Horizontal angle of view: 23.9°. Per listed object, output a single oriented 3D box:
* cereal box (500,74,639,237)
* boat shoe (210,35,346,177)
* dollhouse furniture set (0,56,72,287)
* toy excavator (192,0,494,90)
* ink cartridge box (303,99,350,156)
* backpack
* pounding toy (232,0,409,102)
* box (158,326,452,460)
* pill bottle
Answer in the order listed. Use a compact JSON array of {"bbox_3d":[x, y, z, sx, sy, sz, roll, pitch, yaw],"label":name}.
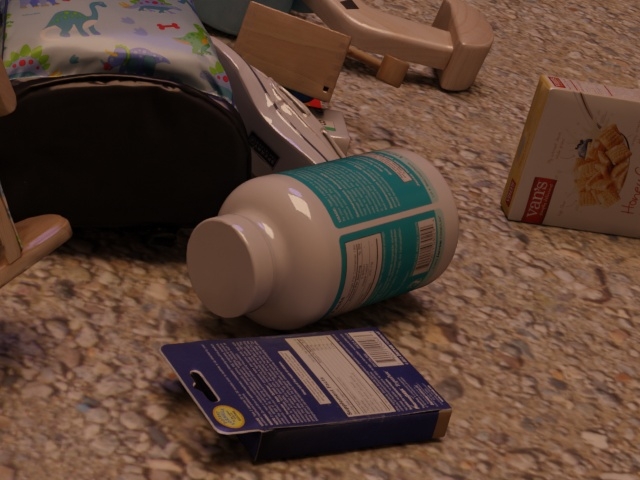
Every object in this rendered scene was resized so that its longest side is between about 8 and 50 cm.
[{"bbox_3d":[0.346,-0.091,1.755,0.240,0.173,0.047,7,28,-13],"label":"cereal box"},{"bbox_3d":[-0.058,-0.128,1.677,0.258,0.095,0.084,52,36,12],"label":"boat shoe"},{"bbox_3d":[-0.409,-0.152,1.298,0.394,0.362,0.256,-6,22,32],"label":"dollhouse furniture set"},{"bbox_3d":[-0.031,-0.362,2.116,0.433,0.222,0.445,-6,46,-35],"label":"toy excavator"},{"bbox_3d":[-0.067,-0.161,1.825,0.181,0.056,0.225,9,28,-12],"label":"ink cartridge box"},{"bbox_3d":[-0.233,-0.163,1.568,0.290,0.273,0.355,1,14,-12],"label":"backpack"},{"bbox_3d":[-0.002,-0.208,1.839,0.206,0.094,0.181,20,4,-3],"label":"pounding toy"},{"bbox_3d":[-0.017,0.129,1.293,0.225,0.036,0.136,-1,30,-31],"label":"box"},{"bbox_3d":[0.000,0.000,1.432,0.146,0.146,0.264,33,32,34],"label":"pill bottle"}]
